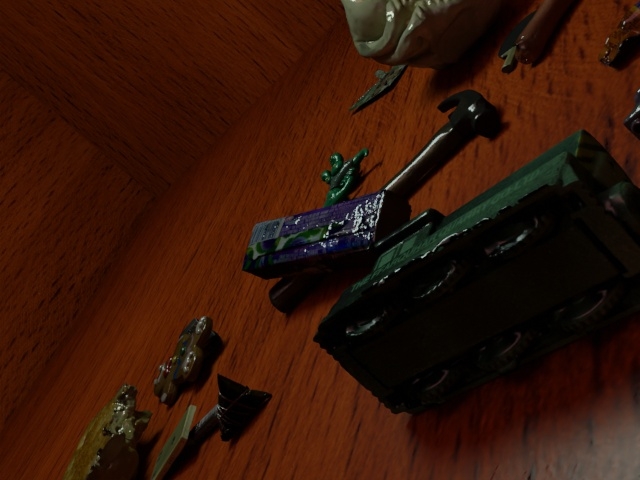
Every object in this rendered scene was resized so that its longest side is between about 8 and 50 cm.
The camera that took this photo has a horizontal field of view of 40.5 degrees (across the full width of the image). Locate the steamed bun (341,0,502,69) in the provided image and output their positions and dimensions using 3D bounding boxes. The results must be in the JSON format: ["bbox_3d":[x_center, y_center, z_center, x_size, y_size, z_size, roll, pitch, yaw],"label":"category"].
[{"bbox_3d":[0.174,-0.400,1.533,0.280,0.207,0.268,-34,51,-15],"label":"steamed bun"}]

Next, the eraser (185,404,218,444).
[{"bbox_3d":[-0.156,0.258,1.233,0.099,0.019,0.027,-46,17,21],"label":"eraser"}]

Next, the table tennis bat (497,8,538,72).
[{"bbox_3d":[0.301,-0.304,1.329,0.087,0.013,0.156,-32,23,45],"label":"table tennis bat"}]

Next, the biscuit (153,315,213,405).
[{"bbox_3d":[-0.249,0.218,1.507,0.205,0.031,0.138,-42,29,51],"label":"biscuit"}]

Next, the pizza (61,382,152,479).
[{"bbox_3d":[-0.345,0.356,1.391,0.223,0.089,0.323,-51,16,17],"label":"pizza"}]

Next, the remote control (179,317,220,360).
[{"bbox_3d":[-0.222,0.180,1.586,0.059,0.028,0.212,-48,16,-9],"label":"remote control"}]

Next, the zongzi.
[{"bbox_3d":[-0.101,0.215,1.149,0.067,0.073,0.083,-87,1,-65],"label":"zongzi"}]

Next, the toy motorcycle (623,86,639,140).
[{"bbox_3d":[0.345,-0.151,0.735,0.122,0.082,0.213,-48,3,-38],"label":"toy motorcycle"}]

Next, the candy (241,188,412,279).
[{"bbox_3d":[0.000,0.000,1.227,0.312,0.061,0.088,-11,56,51],"label":"candy"}]

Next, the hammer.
[{"bbox_3d":[0.081,-0.051,1.272,0.440,0.044,0.168,-44,17,15],"label":"hammer"}]

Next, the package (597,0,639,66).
[{"bbox_3d":[0.361,-0.249,1.001,0.111,0.033,0.077,-48,25,22],"label":"package"}]

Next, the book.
[{"bbox_3d":[-0.213,0.301,1.258,0.111,0.014,0.077,-57,12,23],"label":"book"}]

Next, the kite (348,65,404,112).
[{"bbox_3d":[0.141,-0.358,1.894,0.229,0.012,0.250,-42,16,11],"label":"kite"}]

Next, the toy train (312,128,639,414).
[{"bbox_3d":[0.145,0.023,0.768,0.330,0.138,0.178,-35,16,38],"label":"toy train"}]

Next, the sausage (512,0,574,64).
[{"bbox_3d":[0.330,-0.321,1.244,0.177,0.040,0.047,-54,15,-21],"label":"sausage"}]

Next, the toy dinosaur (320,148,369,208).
[{"bbox_3d":[0.043,-0.107,1.505,0.132,0.059,0.096,-53,22,19],"label":"toy dinosaur"}]
